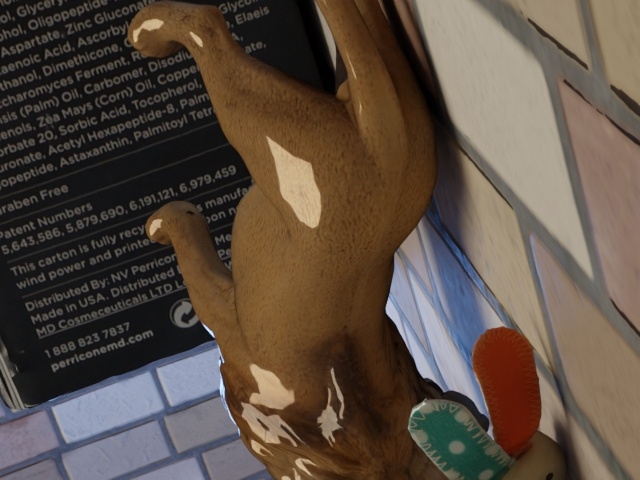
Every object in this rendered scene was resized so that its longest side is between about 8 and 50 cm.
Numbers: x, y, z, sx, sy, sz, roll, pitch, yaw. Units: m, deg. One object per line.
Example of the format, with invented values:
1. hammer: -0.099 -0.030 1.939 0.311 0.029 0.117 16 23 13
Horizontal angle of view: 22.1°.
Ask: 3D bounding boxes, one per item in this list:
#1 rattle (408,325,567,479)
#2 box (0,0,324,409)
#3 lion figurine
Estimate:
1. rattle: 0.102 0.157 0.736 0.142 0.130 0.199 52 138 42
2. box: -0.197 -0.212 1.264 0.480 0.297 0.471 -117 7 -64
3. lion figurine: 0.000 0.000 0.849 0.240 0.142 0.392 59 166 33
